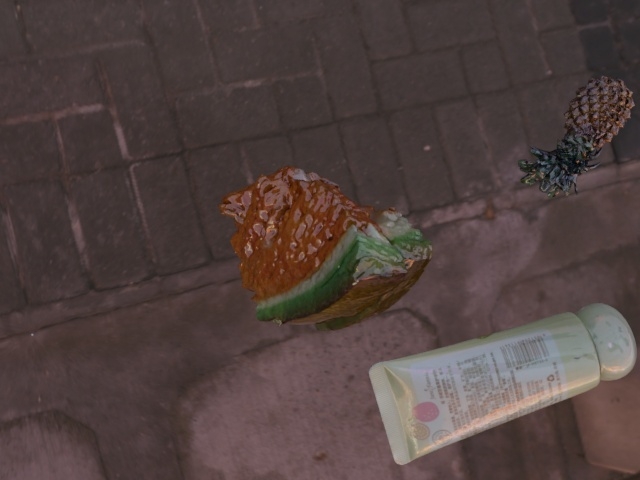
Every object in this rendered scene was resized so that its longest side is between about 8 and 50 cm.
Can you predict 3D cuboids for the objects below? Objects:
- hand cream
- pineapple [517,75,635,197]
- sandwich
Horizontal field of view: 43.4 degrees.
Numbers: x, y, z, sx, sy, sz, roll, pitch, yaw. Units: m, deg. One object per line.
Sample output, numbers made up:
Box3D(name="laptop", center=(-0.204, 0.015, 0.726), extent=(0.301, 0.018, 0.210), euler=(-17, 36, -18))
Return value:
Box3D(name="hand cream", center=(0.217, 0.161, 0.944), extent=(0.306, 0.093, 0.147), euler=(-19, 114, -5))
Box3D(name="pineapple", center=(0.374, -0.157, 1.161), extent=(0.103, 0.083, 0.221), euler=(28, 68, 29))
Box3D(name="sandwich", center=(0.005, -0.002, 0.723), extent=(0.109, 0.185, 0.160), euler=(-12, 75, -38))
